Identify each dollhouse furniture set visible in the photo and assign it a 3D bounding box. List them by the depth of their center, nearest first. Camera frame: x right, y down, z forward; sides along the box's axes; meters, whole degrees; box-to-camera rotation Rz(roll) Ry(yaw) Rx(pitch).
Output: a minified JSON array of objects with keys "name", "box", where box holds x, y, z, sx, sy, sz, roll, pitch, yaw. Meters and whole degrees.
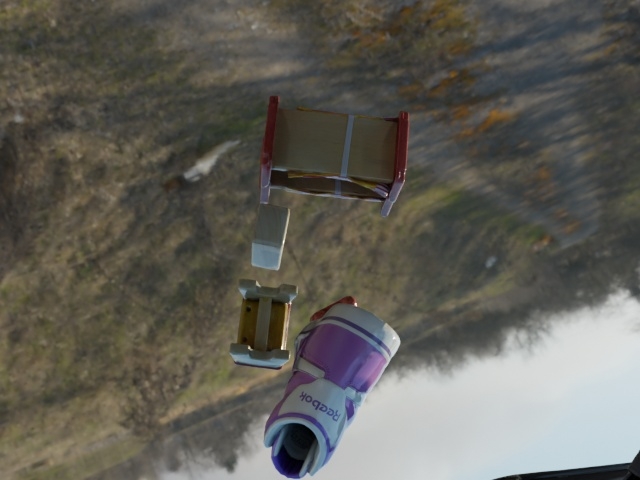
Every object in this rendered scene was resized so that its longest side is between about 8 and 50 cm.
[{"name":"dollhouse furniture set","box":[0.000,0.000,1.164,0.201,0.374,0.152,8,163,-3]}]

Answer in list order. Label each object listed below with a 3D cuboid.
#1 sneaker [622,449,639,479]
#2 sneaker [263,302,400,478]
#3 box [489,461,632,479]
[{"name":"sneaker","box":[0.390,0.323,0.959,0.127,0.321,0.126,12,-174,-23]},{"name":"sneaker","box":[-0.010,0.169,0.876,0.161,0.102,0.282,-59,173,-17]},{"name":"box","box":[0.395,0.500,1.105,0.318,0.395,0.097,4,157,-27]}]
